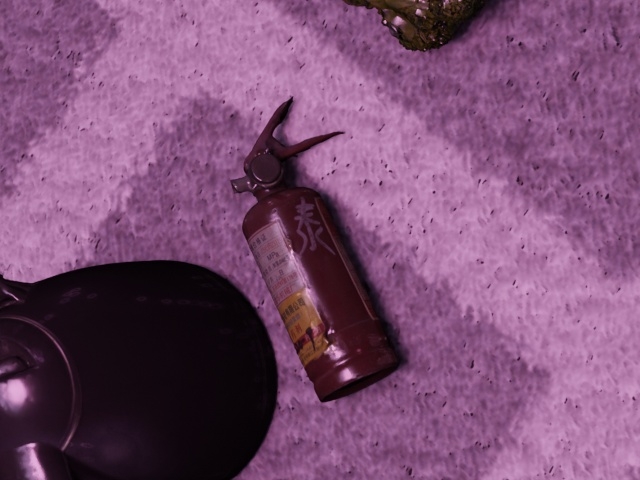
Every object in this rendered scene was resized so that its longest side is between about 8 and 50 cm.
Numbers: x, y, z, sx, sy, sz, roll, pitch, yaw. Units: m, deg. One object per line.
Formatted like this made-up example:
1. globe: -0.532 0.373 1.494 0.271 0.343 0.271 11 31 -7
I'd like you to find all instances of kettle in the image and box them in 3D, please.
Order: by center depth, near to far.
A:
1. kettle: -0.175 0.148 1.498 0.207 0.290 0.268 -24 81 21

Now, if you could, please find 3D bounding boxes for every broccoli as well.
1. broccoli: 0.066 -0.231 1.482 0.146 0.138 0.162 -47 62 52

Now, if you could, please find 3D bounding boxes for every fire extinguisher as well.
1. fire extinguisher: -0.005 0.004 1.555 0.252 0.106 0.075 65 150 13
